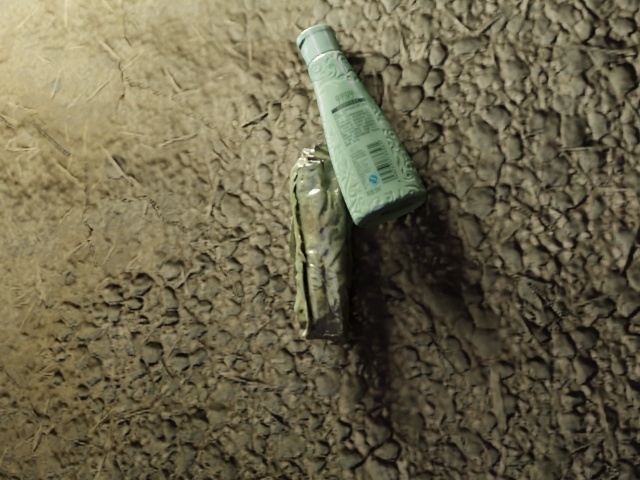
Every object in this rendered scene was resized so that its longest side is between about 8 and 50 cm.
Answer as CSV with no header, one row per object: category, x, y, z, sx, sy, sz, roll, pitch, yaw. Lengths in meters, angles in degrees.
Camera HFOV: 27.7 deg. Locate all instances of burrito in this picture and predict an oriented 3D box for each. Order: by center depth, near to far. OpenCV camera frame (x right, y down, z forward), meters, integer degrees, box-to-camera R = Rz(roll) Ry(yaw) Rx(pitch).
burrito,0.000,0.000,1.166,0.058,0.045,0.188,-1,80,-1

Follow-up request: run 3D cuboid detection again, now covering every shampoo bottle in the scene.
shampoo bottle,0.028,-0.106,1.162,0.069,0.041,0.190,-24,72,2
